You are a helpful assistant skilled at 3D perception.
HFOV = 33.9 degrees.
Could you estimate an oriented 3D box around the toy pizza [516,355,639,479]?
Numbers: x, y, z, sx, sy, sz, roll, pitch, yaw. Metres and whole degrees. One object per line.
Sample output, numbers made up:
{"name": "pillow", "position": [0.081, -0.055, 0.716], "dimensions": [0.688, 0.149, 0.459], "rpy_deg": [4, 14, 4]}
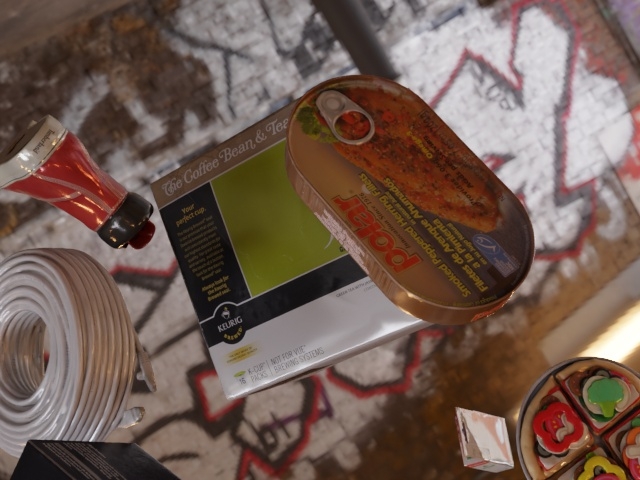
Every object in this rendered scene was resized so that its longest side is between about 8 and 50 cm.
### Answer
{"name": "toy pizza", "position": [0.331, 0.236, 1.249], "dimensions": [0.201, 0.201, 0.032], "rpy_deg": [-32, 173, -16]}

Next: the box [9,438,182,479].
{"name": "box", "position": [-0.239, 0.288, 1.043], "dimensions": [0.158, 0.093, 0.156], "rpy_deg": [20, 97, -56]}

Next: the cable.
{"name": "cable", "position": [-0.323, 0.137, 1.240], "dimensions": [0.257, 0.257, 0.089], "rpy_deg": [-39, 152, 31]}

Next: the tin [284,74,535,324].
{"name": "tin", "position": [0.054, -0.027, 0.680], "dimensions": [0.106, 0.189, 0.040], "rpy_deg": [-31, 159, -26]}

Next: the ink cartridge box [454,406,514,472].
{"name": "ink cartridge box", "position": [0.186, 0.238, 1.254], "dimensions": [0.029, 0.062, 0.115], "rpy_deg": [-25, 150, 33]}

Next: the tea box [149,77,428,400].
{"name": "tea box", "position": [0.000, 0.000, 1.408], "dimensions": [0.329, 0.323, 0.220], "rpy_deg": [-25, 171, 30]}

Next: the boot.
{"name": "boot", "position": [-0.275, -0.051, 1.173], "dimensions": [0.088, 0.176, 0.244], "rpy_deg": [-54, -158, -14]}
